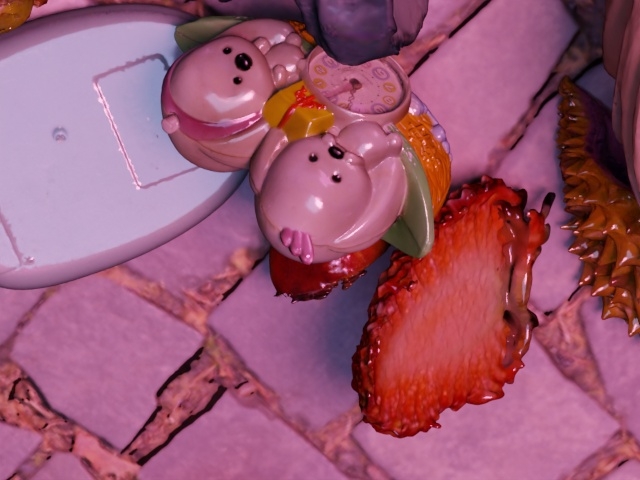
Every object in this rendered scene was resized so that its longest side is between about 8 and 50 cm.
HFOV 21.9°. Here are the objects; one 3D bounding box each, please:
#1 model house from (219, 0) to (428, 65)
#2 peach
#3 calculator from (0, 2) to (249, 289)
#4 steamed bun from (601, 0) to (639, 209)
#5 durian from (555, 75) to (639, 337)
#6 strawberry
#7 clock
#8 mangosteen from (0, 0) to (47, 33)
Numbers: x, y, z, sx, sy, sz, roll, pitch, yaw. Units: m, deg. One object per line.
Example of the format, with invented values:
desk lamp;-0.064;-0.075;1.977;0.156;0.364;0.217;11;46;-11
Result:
model house;-0.073;-0.221;1.010;0.291;0.253;0.185;8;109;4
peach;0.000;0.000;1.151;0.098;0.098;0.061;-25;103;8
calculator;-0.185;-0.062;1.158;0.295;0.042;0.184;-20;106;5
steamed bun;0.297;-0.129;0.980;0.255;0.368;0.342;9;133;16
durian;0.280;0.021;1.149;0.260;0.154;0.187;8;132;6
strawberry;0.070;0.039;1.126;0.087;0.208;0.167;14;106;38
clock;-0.015;-0.067;1.069;0.231;0.144;0.103;43;138;21
mangosteen;-0.253;-0.201;1.056;0.180;0.166;0.166;35;104;-14
